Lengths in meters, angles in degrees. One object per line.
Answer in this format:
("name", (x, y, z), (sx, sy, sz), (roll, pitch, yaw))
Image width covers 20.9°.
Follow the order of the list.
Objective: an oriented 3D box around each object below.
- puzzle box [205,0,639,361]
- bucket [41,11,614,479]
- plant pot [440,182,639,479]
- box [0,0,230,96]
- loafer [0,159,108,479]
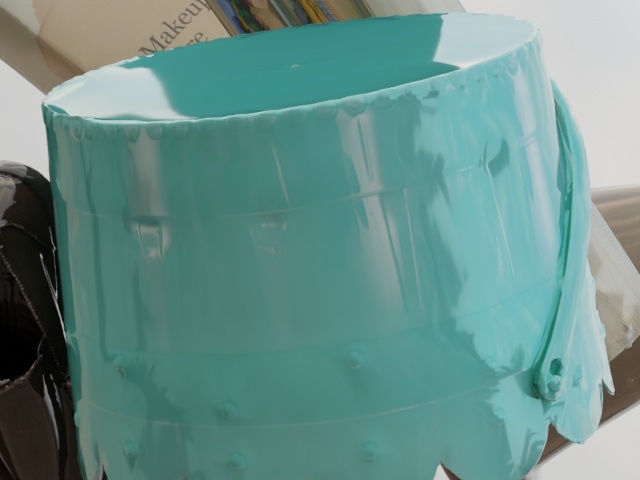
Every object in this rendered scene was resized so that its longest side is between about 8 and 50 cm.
("puzzle box", (0.030, -0.107, 1.106), (0.409, 0.052, 0.272), (54, -15, -19))
("bucket", (0.000, 0.000, 0.841), (0.281, 0.281, 0.183), (9, -68, 46))
("plant pot", (0.189, 0.060, 1.407), (0.229, 0.263, 0.263), (-20, -38, 13))
("box", (-0.107, -0.128, 1.385), (0.311, 0.148, 0.121), (38, -16, 8))
("loafer", (-0.167, 0.072, 0.911), (0.080, 0.078, 0.220), (-4, -71, 15))
